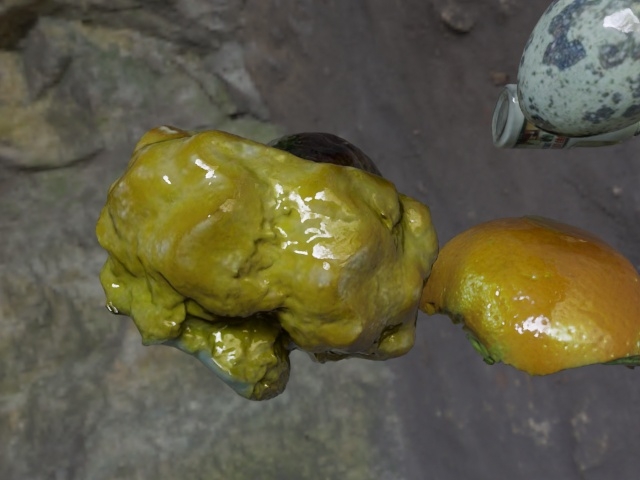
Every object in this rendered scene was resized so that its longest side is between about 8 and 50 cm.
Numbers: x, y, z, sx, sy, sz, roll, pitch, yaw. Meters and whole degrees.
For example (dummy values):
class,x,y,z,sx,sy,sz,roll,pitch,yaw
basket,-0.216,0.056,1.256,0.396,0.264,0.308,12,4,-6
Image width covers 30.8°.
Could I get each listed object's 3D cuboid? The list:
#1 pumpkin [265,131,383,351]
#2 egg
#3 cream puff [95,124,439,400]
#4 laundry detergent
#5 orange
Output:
class,x,y,z,sx,sy,sz,roll,pitch,yaw
pumpkin,0.003,-0.001,1.195,0.238,0.159,0.238,-14,-90,-73
egg,0.246,-0.159,1.015,0.172,0.132,0.132,-43,51,31
cream puff,-0.048,0.028,0.889,0.282,0.282,0.185,165,118,-75
laundry detergent,0.344,-0.161,1.528,0.099,0.225,0.070,99,166,-44
orange,0.276,0.073,1.489,0.334,0.262,0.196,-138,46,-56
